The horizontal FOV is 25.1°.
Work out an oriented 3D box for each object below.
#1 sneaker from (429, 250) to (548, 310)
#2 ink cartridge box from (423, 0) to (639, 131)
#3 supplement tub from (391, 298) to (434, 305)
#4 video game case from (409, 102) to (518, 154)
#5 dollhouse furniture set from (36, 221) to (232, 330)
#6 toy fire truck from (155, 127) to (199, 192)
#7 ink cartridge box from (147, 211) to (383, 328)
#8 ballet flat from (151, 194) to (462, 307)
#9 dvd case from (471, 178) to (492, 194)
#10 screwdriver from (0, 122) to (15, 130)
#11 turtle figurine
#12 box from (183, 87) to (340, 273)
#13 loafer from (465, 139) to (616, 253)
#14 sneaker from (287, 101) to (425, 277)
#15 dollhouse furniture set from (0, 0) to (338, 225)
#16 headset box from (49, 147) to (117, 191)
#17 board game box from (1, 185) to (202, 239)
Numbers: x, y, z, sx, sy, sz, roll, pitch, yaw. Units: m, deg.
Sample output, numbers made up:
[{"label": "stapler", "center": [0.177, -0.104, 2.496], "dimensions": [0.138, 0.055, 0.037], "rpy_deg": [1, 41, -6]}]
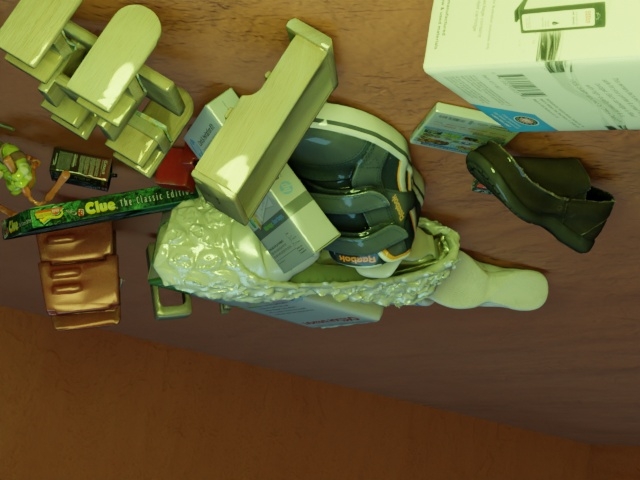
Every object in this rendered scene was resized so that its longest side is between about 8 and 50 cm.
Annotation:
[{"label": "sneaker", "center": [0.207, 0.058, 2.010], "dimensions": [0.212, 0.080, 0.094], "rpy_deg": [13, 179, -20]}, {"label": "ink cartridge box", "center": [0.201, -0.141, 1.044], "dimensions": [0.203, 0.086, 0.148], "rpy_deg": [1, 165, 34]}, {"label": "supplement tub", "center": [0.114, 0.058, 2.078], "dimensions": [0.107, 0.071, 0.071], "rpy_deg": [2, 166, 36]}, {"label": "video game case", "center": [0.143, -0.108, 1.426], "dimensions": [0.087, 0.011, 0.122], "rpy_deg": [11, 168, -6]}, {"label": "dollhouse furniture set", "center": [-0.238, 0.034, 2.179], "dimensions": [0.374, 0.152, 0.201], "rpy_deg": [-5, 170, -10]}, {"label": "toy fire truck", "center": [-0.102, -0.086, 1.647], "dimensions": [0.192, 0.047, 0.135], "rpy_deg": [8, 168, 8]}, {"label": "ink cartridge box", "center": [-0.070, 0.033, 1.998], "dimensions": [0.278, 0.117, 0.201], "rpy_deg": [16, 167, -26]}, {"label": "ballet flat", "center": [0.000, 0.000, 1.734], "dimensions": [0.408, 0.147, 0.147], "rpy_deg": [3, 174, -33]}, {"label": "dvd case", "center": [0.221, -0.063, 1.563], "dimensions": [0.087, 0.013, 0.119], "rpy_deg": [11, 169, -6]}, {"label": "screwdriver", "center": [-0.422, -0.150, 1.679], "dimensions": [0.025, 0.024, 0.170], "rpy_deg": [-28, 155, 21]}, {"label": "turtle figurine", "center": [-0.422, -0.105, 1.730], "dimensions": [0.217, 0.087, 0.269], "rpy_deg": [23, 165, -31]}, {"label": "box", "center": [-0.064, -0.059, 1.497], "dimensions": [0.186, 0.038, 0.145], "rpy_deg": [55, 163, -1]}, {"label": "loafer", "center": [0.226, -0.059, 1.454], "dimensions": [0.220, 0.078, 0.080], "rpy_deg": [25, -163, -49]}, {"label": "sneaker", "center": [0.038, -0.045, 1.539], "dimensions": [0.126, 0.127, 0.321], "rpy_deg": [7, 166, 23]}, {"label": "dollhouse furniture set", "center": [-0.129, -0.150, 1.266], "dimensions": [0.242, 0.161, 0.212], "rpy_deg": [31, 171, 10]}, {"label": "headset box", "center": [-0.301, -0.089, 1.832], "dimensions": [0.083, 0.032, 0.062], "rpy_deg": [10, 169, -5]}, {"label": "board game box", "center": [-0.252, -0.041, 1.775], "dimensions": [0.259, 0.030, 0.136], "rpy_deg": [-12, 177, -29]}]
